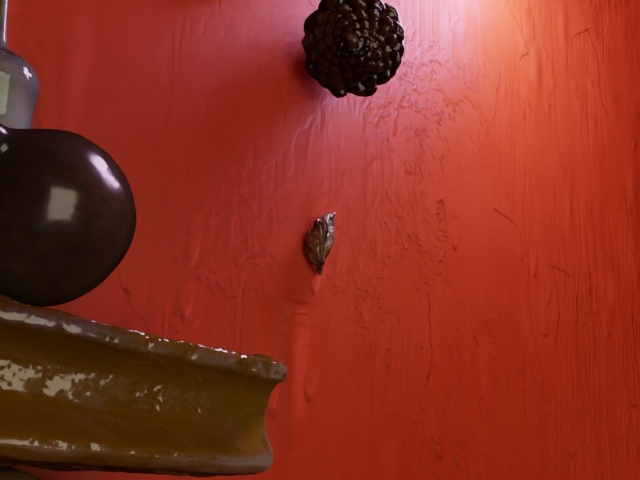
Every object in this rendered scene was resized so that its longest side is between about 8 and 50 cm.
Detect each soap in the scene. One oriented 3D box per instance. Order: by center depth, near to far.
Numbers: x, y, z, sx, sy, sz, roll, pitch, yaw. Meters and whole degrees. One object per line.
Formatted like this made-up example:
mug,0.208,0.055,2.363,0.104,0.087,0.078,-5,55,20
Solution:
soap,-0.217,0.143,0.598,0.281,0.259,0.143,18,69,-36

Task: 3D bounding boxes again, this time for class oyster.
oyster,0.000,0.000,0.962,0.083,0.038,0.081,-60,151,-60

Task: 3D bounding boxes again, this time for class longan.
longan,-0.281,-0.029,0.626,0.185,0.159,0.204,-38,134,-20

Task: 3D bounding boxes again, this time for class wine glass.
wine glass,-0.335,-0.197,0.668,0.079,0.079,0.196,7,78,-39

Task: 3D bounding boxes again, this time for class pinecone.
pinecone,0.051,-0.300,0.967,0.173,0.173,0.174,7,79,-39

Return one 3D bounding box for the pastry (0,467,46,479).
pastry,-0.298,0.392,0.503,0.409,0.245,0.410,8,77,-41
